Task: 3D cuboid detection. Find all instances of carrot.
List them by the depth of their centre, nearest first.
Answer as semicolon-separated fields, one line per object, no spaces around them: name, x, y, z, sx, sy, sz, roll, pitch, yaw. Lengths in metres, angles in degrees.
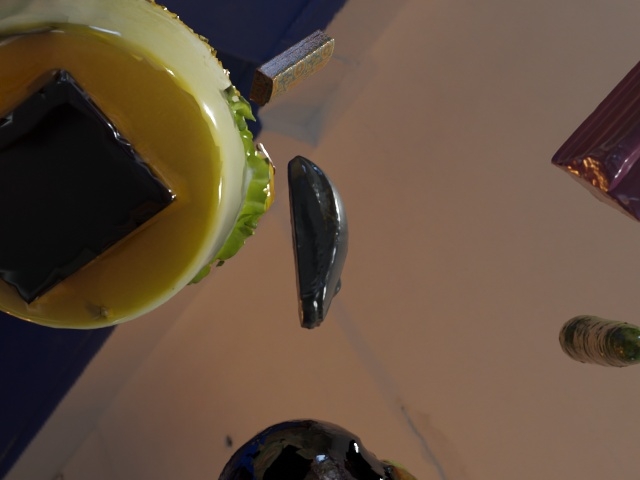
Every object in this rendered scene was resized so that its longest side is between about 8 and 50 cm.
carrot;0.389;0.137;1.102;0.074;0.358;0.074;-1;-96;5

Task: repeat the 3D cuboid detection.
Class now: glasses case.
glasses case;-0.054;-0.346;1.632;0.049;0.218;0.075;34;-43;14

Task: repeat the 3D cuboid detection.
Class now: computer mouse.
computer mouse;0.000;0.000;1.221;0.137;0.086;0.270;96;-10;-72

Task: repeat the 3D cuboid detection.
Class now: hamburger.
hamburger;-0.193;-0.067;0.671;0.276;0.294;0.179;-37;-158;11

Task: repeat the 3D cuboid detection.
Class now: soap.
soap;0.522;-0.207;1.193;0.128;0.233;0.359;40;-79;-5

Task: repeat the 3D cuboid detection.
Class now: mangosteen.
mangosteen;0.017;0.278;0.777;0.211;0.249;0.212;-31;-125;59
